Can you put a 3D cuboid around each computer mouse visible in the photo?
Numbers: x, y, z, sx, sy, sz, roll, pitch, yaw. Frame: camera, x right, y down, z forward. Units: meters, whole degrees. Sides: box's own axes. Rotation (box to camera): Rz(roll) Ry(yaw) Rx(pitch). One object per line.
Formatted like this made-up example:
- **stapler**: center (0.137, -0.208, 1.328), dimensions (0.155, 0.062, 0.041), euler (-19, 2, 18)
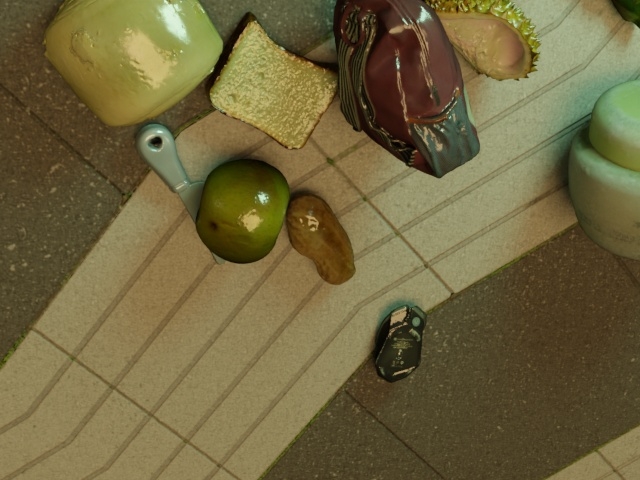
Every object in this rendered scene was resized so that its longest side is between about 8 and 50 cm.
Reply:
- **computer mouse**: center (0.172, 0.224, 1.803), dimensions (0.105, 0.062, 0.192), euler (8, 108, -16)

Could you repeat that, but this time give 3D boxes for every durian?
- **durian**: center (0.297, -0.390, 1.465), dimensions (0.249, 0.138, 0.183), euler (38, 144, -28)

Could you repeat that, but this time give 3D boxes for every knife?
- **knife**: center (-0.243, -0.087, 1.565), dimensions (0.080, 0.044, 0.331), euler (-36, 125, -8)

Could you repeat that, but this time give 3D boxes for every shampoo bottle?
- **shampoo bottle**: center (0.646, -0.129, 1.587), dimensions (0.322, 0.322, 0.317), euler (-10, 124, -8)

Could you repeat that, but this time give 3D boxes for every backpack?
- **backpack**: center (0.128, -0.284, 1.386), dimensions (0.197, 0.283, 0.317), euler (-34, 129, -8)

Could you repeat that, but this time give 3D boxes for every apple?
- **apple**: center (-0.146, -0.056, 1.514), dimensions (0.156, 0.196, 0.196), euler (16, 112, -8)

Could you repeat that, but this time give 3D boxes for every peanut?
- **peanut**: center (0.000, 0.000, 1.632), dimensions (0.108, 0.095, 0.226), euler (-23, 124, 17)

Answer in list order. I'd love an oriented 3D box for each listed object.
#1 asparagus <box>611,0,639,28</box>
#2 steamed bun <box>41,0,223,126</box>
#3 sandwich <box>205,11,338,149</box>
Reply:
- **asparagus**: center (0.534, -0.497, 1.517), dimensions (0.287, 0.080, 0.080), euler (30, 106, -23)
- **steamed bun**: center (-0.314, -0.320, 1.352), dimensions (0.273, 0.166, 0.232), euler (-30, 121, 3)
- **sandwich**: center (-0.085, -0.282, 1.484), dimensions (0.214, 0.065, 0.186), euler (23, 109, -23)
